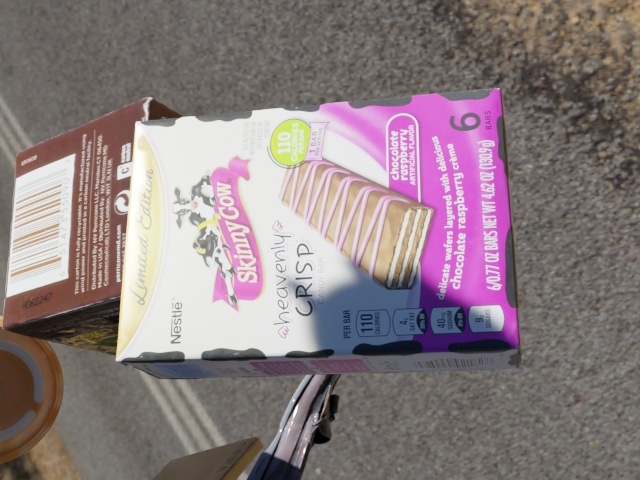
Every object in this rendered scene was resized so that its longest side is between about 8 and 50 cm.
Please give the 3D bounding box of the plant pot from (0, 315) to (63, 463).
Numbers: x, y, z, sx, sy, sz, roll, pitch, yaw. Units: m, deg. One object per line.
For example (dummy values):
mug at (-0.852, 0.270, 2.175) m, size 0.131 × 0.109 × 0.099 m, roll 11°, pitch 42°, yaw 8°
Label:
plant pot at (-0.432, 0.194, 1.106) m, size 0.188 × 0.205 × 0.205 m, roll -21°, pitch 83°, yaw 64°

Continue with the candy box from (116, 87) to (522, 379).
candy box at (0.000, 0.000, 0.524) m, size 0.071 × 0.233 × 0.159 m, roll 55°, pitch -147°, yaw -68°

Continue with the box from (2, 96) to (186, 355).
box at (-0.145, 0.005, 0.760) m, size 0.167 × 0.203 × 0.169 m, roll -16°, pitch 66°, yaw 30°

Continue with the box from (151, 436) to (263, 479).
box at (-0.182, 0.324, 1.072) m, size 0.164 × 0.201 × 0.021 m, roll -22°, pitch 100°, yaw 31°

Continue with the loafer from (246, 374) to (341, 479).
loafer at (-0.026, 0.331, 1.392) m, size 0.095 × 0.303 × 0.109 m, roll 24°, pitch 155°, yaw 17°
